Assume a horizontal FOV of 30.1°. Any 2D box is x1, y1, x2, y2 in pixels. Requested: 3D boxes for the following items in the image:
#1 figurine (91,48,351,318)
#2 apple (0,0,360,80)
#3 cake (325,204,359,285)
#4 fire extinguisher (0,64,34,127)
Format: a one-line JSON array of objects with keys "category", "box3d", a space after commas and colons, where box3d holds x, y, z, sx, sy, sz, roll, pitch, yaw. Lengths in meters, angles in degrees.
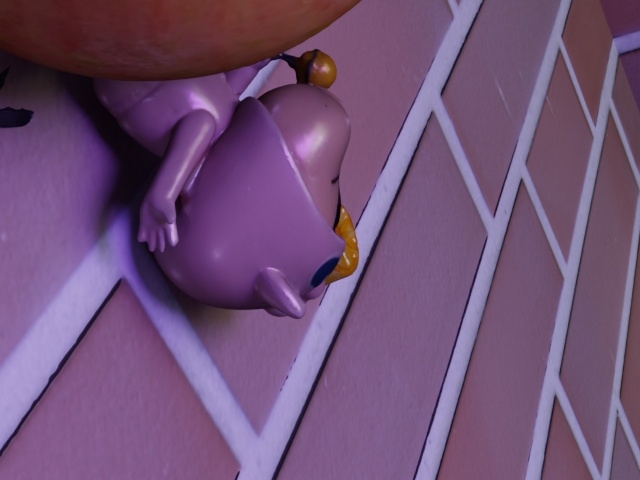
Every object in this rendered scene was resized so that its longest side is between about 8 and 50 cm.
[{"category": "figurine", "box3d": [-0.069, -0.082, 0.852, 0.287, 0.186, 0.176, 58, 3, 0]}, {"category": "apple", "box3d": [-0.080, -0.216, 0.632, 0.309, 0.314, 0.252, -128, -156, -83]}, {"category": "cake", "box3d": [0.000, 0.000, 1.073, 0.084, 0.044, 0.084, 40, 43, -51]}, {"category": "fire extinguisher", "box3d": [-0.245, -0.113, 0.596, 0.231, 0.099, 0.071, 40, 48, -48]}]
